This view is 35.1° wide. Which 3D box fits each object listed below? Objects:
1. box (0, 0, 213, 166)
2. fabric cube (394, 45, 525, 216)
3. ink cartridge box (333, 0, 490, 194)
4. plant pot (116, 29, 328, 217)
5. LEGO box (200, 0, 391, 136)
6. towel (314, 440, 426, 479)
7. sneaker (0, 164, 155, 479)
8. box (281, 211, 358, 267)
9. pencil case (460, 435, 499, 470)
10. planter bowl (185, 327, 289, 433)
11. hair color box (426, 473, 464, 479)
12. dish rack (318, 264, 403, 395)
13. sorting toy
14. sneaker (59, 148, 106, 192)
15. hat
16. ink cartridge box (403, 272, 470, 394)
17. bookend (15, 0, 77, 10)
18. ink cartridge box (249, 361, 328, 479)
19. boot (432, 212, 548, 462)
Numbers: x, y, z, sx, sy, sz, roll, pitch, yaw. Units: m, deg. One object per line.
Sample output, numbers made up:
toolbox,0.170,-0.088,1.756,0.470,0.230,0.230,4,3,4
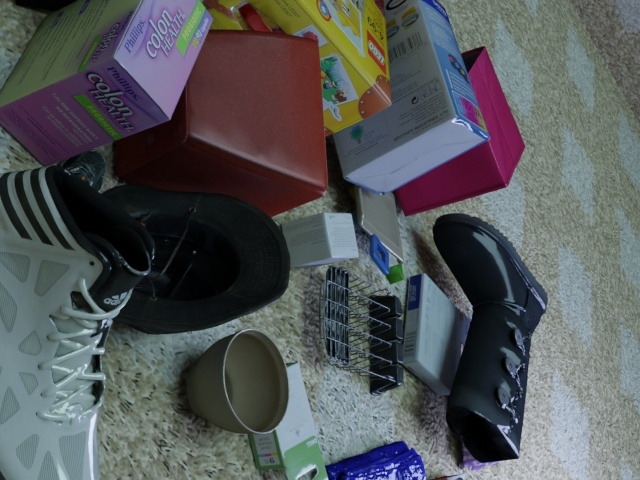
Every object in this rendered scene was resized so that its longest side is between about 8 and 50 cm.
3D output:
box,-0.299,-0.242,1.393,0.117,0.243,0.213,48,40,-35
fabric cube,0.280,-0.245,2.251,0.258,0.254,0.259,64,28,-17
ink cartridge box,0.146,-0.330,2.044,0.151,0.270,0.395,22,48,-53
plant pot,-0.170,-0.181,1.570,0.236,0.267,0.267,13,66,-43
LEGO box,-0.088,-0.480,1.809,0.500,0.193,0.372,42,35,-41
towel,0.111,0.501,1.866,0.308,0.076,0.227,1,75,-57
sneaker,-0.309,0.124,1.210,0.169,0.258,0.447,-17,92,-58
box,0.000,0.000,1.879,0.102,0.101,0.087,2,76,-57
pencil case,0.355,0.412,2.272,0.088,0.086,0.206,87,5,-68
planter bowl,-0.139,0.225,1.567,0.162,0.109,0.162,30,53,-49
hair color box,0.255,0.530,2.104,0.141,0.043,0.072,8,69,-56
dish rack,0.071,0.170,1.950,0.271,0.074,0.208,28,54,-47
sorting toy,0.108,-0.061,2.108,0.196,0.047,0.347,43,32,-46
sneaker,-0.340,-0.070,1.397,0.072,0.077,0.178,41,42,-18
hat,-0.213,0.058,1.443,0.331,0.331,0.134,-56,162,-50
ink cartridge box,0.258,0.220,2.234,0.224,0.045,0.223,43,44,-40
bookend,-0.335,-0.389,1.445,0.156,0.157,0.072,-1,78,-40
ink cartridge box,-0.063,0.318,1.687,0.109,0.062,0.209,-14,89,-58
boot,0.335,0.206,2.197,0.367,0.146,0.445,41,51,-21
